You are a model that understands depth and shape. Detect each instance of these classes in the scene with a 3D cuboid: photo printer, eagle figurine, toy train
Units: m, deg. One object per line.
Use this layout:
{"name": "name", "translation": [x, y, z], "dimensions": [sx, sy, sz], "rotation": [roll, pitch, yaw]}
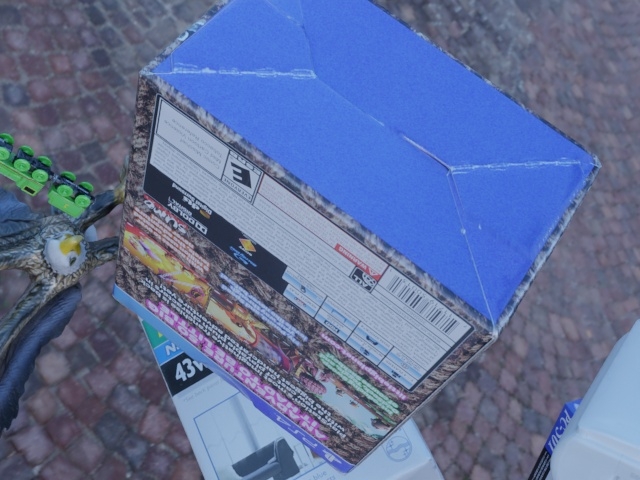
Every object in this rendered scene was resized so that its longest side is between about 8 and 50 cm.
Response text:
{"name": "photo printer", "translation": [0.406, 0.201, 0.970], "dimensions": [0.256, 0.107, 0.307], "rotation": [23, 31, 23]}
{"name": "eagle figurine", "translation": [-0.275, 0.033, 0.870], "dimensions": [0.298, 0.225, 0.226], "rotation": [-32, 62, -26]}
{"name": "toy train", "translation": [-0.171, -0.040, 0.546], "dimensions": [0.083, 0.023, 0.017], "rotation": [33, 36, -31]}

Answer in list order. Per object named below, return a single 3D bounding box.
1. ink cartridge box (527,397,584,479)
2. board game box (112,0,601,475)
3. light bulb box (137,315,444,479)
{"name": "ink cartridge box", "translation": [0.363, 0.333, 1.343], "dimensions": [0.046, 0.207, 0.097], "rotation": [-8, 42, -26]}
{"name": "board game box", "translation": [0.000, 0.000, 0.626], "dimensions": [0.232, 0.291, 0.141], "rotation": [37, 59, 5]}
{"name": "light bulb box", "translation": [-0.021, 0.211, 1.141], "dimensions": [0.361, 0.225, 0.358], "rotation": [61, -2, 30]}
